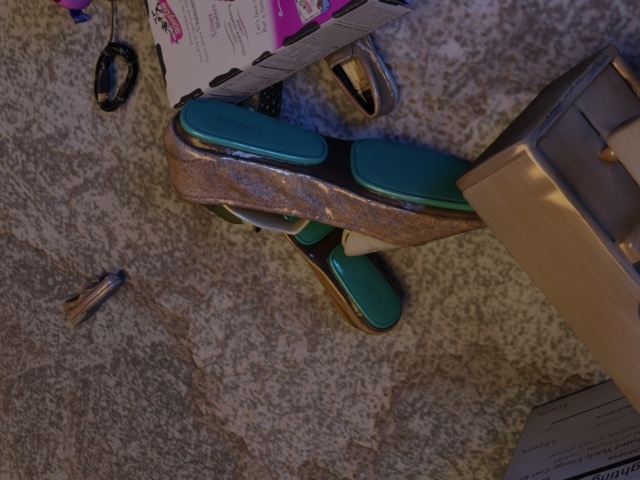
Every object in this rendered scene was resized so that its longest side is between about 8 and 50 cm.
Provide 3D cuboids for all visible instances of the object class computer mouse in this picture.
[{"bbox_3d":[-0.228,-0.243,0.866,0.071,0.041,0.242,19,125,19],"label":"computer mouse"}]

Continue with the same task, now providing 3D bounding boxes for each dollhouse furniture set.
[{"bbox_3d":[0.313,-0.049,0.467,0.256,0.362,0.394,50,143,-5],"label":"dollhouse furniture set"}]

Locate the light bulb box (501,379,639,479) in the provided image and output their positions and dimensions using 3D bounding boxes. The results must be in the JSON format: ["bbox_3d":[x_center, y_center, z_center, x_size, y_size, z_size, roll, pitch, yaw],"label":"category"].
[{"bbox_3d":[0.315,0.264,0.637,0.358,0.361,0.225,-34,97,39],"label":"light bulb box"}]

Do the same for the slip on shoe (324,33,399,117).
[{"bbox_3d":[0.022,-0.172,0.762,0.051,0.041,0.135,-23,104,37],"label":"slip on shoe"}]

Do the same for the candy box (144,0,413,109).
[{"bbox_3d":[-0.049,-0.226,0.721,0.233,0.071,0.159,-19,82,36],"label":"candy box"}]

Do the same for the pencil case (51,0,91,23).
[{"bbox_3d":[-0.193,-0.305,0.741,0.095,0.098,0.209,40,111,-1],"label":"pencil case"}]

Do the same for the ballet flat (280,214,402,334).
[{"bbox_3d":[0.000,0.000,0.856,0.232,0.080,0.073,60,157,-9],"label":"ballet flat"}]

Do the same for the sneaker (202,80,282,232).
[{"bbox_3d":[-0.093,-0.100,0.853,0.086,0.064,0.192,18,126,16],"label":"sneaker"}]

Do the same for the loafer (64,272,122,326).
[{"bbox_3d":[-0.303,0.071,1.089,0.039,0.045,0.125,53,132,3],"label":"loafer"}]

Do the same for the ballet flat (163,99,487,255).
[{"bbox_3d":[0.011,-0.045,0.767,0.316,0.108,0.106,16,128,-2],"label":"ballet flat"}]
